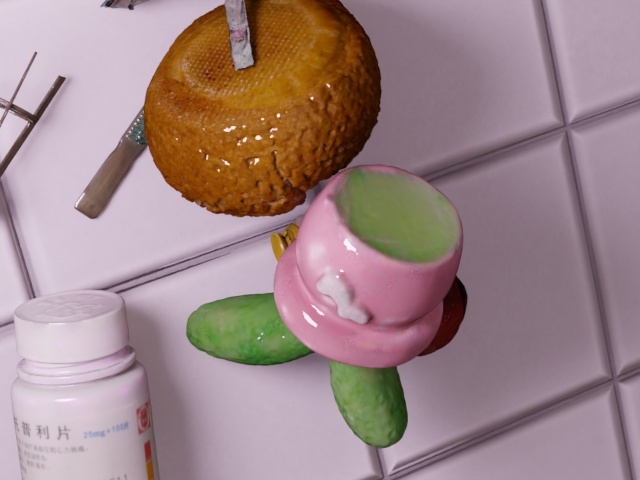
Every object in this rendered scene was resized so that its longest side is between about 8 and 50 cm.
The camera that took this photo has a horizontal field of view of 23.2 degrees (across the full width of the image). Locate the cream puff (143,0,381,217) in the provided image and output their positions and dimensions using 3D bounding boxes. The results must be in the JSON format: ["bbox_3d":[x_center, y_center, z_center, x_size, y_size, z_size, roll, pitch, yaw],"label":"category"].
[{"bbox_3d":[-0.067,-0.156,1.900,0.303,0.303,0.212,-37,139,-15],"label":"cream puff"}]

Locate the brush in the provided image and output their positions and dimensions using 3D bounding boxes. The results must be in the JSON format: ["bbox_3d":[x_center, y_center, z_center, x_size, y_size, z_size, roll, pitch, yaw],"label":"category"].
[{"bbox_3d":[-0.241,-0.109,1.955,0.034,0.027,0.190,37,84,-24],"label":"brush"}]

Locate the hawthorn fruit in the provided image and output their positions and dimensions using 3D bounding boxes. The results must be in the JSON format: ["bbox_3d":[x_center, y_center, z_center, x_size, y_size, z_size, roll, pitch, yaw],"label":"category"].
[{"bbox_3d":[0.126,0.073,2.087,0.148,0.148,0.172,-30,149,-18],"label":"hawthorn fruit"}]

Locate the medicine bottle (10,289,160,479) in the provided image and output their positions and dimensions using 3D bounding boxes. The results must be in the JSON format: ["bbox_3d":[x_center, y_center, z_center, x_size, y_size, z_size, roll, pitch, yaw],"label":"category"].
[{"bbox_3d":[-0.290,0.218,1.913,0.170,0.170,0.293,-10,104,-24],"label":"medicine bottle"}]

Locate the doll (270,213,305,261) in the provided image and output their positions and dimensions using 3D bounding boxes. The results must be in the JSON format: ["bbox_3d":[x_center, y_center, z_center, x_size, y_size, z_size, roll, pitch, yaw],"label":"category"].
[{"bbox_3d":[0.000,0.000,2.074,0.127,0.073,0.084,-18,140,-17],"label":"doll"}]

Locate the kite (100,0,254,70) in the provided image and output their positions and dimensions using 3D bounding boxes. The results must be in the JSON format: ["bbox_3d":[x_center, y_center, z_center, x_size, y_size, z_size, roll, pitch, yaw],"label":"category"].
[{"bbox_3d":[-0.110,-0.327,1.884,0.335,0.314,0.011,-12,148,13],"label":"kite"}]

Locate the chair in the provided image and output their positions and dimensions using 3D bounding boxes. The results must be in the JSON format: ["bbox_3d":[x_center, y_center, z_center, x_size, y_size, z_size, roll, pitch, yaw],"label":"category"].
[{"bbox_3d":[-0.390,-0.124,1.844,0.104,0.095,0.221,27,88,-15],"label":"chair"}]

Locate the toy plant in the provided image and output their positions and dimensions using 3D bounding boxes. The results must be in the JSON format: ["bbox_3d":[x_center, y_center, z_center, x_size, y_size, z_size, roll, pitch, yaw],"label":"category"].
[{"bbox_3d":[0.018,0.067,1.920,0.317,0.356,0.210,28,50,4],"label":"toy plant"}]
